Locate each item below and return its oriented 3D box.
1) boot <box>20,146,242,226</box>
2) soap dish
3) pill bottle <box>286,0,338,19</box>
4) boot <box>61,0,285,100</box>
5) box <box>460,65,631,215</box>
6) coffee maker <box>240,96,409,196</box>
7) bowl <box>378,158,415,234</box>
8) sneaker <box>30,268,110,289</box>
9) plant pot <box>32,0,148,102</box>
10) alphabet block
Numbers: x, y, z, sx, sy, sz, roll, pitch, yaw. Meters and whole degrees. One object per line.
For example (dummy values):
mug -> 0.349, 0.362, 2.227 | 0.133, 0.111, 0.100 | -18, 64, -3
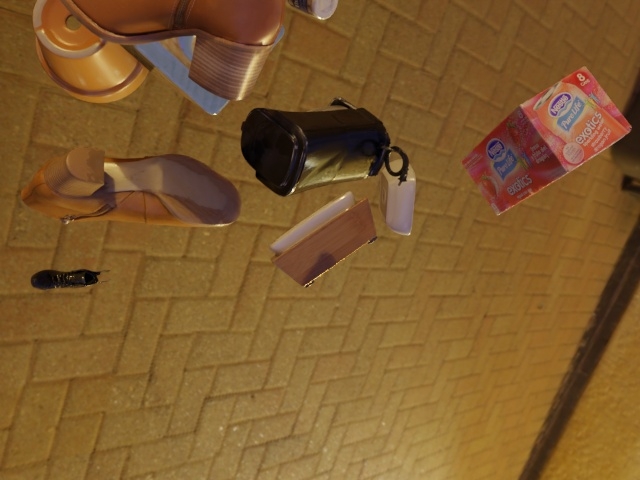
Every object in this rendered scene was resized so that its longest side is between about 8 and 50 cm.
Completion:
boot -> -0.297, -0.069, 0.981 | 0.295, 0.211, 0.104 | 13, 72, -36
soap dish -> 0.000, 0.000, 1.365 | 0.229, 0.291, 0.118 | -35, 92, -5
pill bottle -> -0.028, -0.488, 1.231 | 0.067, 0.120, 0.067 | -33, 143, -30
boot -> -0.160, -0.307, 0.670 | 0.109, 0.284, 0.220 | -41, 161, -50
box -> 0.409, -0.175, 1.172 | 0.154, 0.142, 0.300 | -31, 174, -11
coffee maker -> 0.006, -0.131, 0.865 | 0.178, 0.171, 0.120 | -19, 117, -46
bowl -> 0.157, -0.092, 1.304 | 0.053, 0.142, 0.141 | -1, 115, -6
sneaker -> -0.611, 0.093, 1.527 | 0.170, 0.089, 0.051 | 8, 73, -57
plant pot -> -0.418, -0.366, 1.111 | 0.205, 0.188, 0.205 | 0, 92, -7
alphabet block -> -0.213, -0.347, 0.977 | 0.192, 0.197, 0.193 | -50, 139, -3
